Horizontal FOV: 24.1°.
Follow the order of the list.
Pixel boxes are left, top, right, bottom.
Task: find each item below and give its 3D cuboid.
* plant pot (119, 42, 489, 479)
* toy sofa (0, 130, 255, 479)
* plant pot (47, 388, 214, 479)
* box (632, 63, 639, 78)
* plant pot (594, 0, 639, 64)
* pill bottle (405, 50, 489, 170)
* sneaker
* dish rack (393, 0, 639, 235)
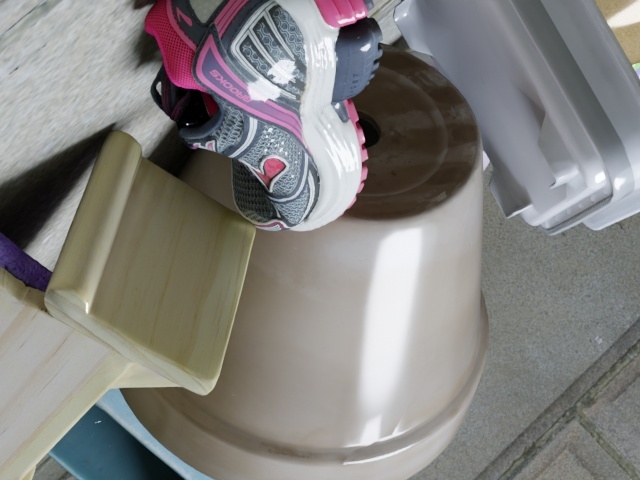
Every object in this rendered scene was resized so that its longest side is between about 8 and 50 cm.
[{"bbox_3d":[0.000,0.000,1.190,0.323,0.323,0.280,-41,158,-35],"label":"plant pot"},{"bbox_3d":[-0.215,0.089,1.004,0.362,0.177,0.150,-46,-160,38],"label":"toy sofa"},{"bbox_3d":[-0.110,0.131,1.430,0.252,0.248,0.247,-55,-161,-27],"label":"plant pot"},{"bbox_3d":[0.256,-0.218,1.761,0.213,0.117,0.243,-44,-154,14],"label":"box"},{"bbox_3d":[0.236,-0.250,1.403,0.254,0.237,0.237,-28,180,12],"label":"plant pot"},{"bbox_3d":[0.040,-0.064,1.581,0.301,0.169,0.169,-40,175,-37],"label":"pill bottle"},{"bbox_3d":[-0.043,-0.086,0.892,0.112,0.121,0.299,-26,159,-11],"label":"sneaker"},{"bbox_3d":[0.139,-0.128,1.120,0.072,0.285,0.333,-30,176,-3],"label":"dish rack"}]
